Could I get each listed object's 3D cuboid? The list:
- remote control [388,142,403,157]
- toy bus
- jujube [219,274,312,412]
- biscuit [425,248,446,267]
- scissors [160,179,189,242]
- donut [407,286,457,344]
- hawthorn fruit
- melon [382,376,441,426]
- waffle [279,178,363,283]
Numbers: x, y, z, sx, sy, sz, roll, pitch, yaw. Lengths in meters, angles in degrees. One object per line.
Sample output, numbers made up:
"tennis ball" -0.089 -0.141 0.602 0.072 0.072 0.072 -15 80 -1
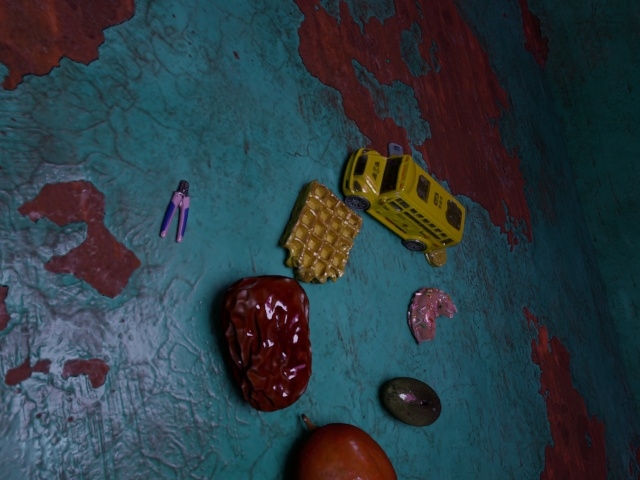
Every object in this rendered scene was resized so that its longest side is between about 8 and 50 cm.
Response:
"remote control" 0.210 -0.208 1.134 0.053 0.018 0.125 10 72 -37
"toy bus" 0.211 -0.102 1.019 0.330 0.152 0.144 32 60 -30
"jujube" -0.085 0.169 0.702 0.155 0.155 0.230 -14 94 -41
"biscuit" 0.326 0.035 1.163 0.084 0.023 0.084 12 71 -38
"scissors" -0.246 -0.054 0.713 0.039 0.012 0.113 21 66 -35
"donut" 0.283 0.177 1.062 0.166 0.065 0.117 -43 107 -40
"hawthorn fruit" 0.025 0.410 0.727 0.196 0.196 0.226 -11 61 -41
"melon" 0.203 0.361 0.924 0.162 0.099 0.099 30 61 -29
"waffle" 0.000 0.000 0.876 0.160 0.055 0.211 36 57 -26
